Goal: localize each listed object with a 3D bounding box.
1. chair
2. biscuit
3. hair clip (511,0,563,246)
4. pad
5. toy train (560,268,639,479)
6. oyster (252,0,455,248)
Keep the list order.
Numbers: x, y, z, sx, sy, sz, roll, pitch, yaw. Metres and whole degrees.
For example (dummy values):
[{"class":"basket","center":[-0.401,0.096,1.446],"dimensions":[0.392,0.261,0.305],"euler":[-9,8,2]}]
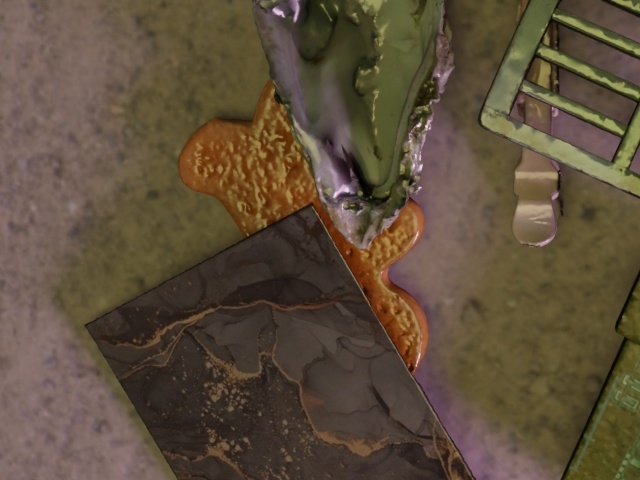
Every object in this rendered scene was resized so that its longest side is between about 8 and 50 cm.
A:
[{"class":"chair","center":[0.253,-0.078,1.005],"dimensions":[0.270,0.147,0.136],"euler":[25,94,-2]},{"class":"biscuit","center":[0.000,0.000,1.189],"dimensions":[0.165,0.036,0.250],"euler":[-31,89,21]},{"class":"hair clip","center":[0.155,-0.110,1.113],"dimensions":[0.034,0.072,0.226],"euler":[0,94,12]},{"class":"pad","center":[-0.007,0.177,1.218],"dimensions":[0.247,0.007,0.368],"euler":[-27,97,31]},{"class":"toy train","center":[0.256,0.131,1.120],"dimensions":[0.137,0.090,0.226],"euler":[26,109,16]},{"class":"oyster","center":[0.038,-0.148,1.102],"dimensions":[0.199,0.087,0.252],"euler":[-33,89,3]}]
